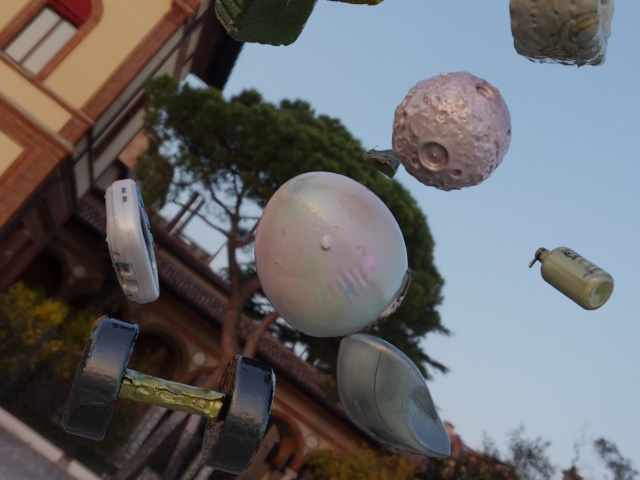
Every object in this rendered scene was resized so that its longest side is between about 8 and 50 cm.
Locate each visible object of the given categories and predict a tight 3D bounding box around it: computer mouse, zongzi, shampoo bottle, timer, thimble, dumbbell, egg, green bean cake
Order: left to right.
[{"bbox_3d":[-0.436,0.003,1.741,0.237,0.087,0.262,-108,-169,-47],"label":"timer"},{"bbox_3d":[-0.259,0.269,1.307,0.322,0.204,0.204,18,-15,-12],"label":"dumbbell"},{"bbox_3d":[-0.140,-0.670,2.053,0.156,0.246,0.250,60,-44,28],"label":"green bean cake"},{"bbox_3d":[0.000,0.000,1.739,0.354,0.354,0.340,19,-30,41],"label":"egg"},{"bbox_3d":[0.190,-0.254,2.182,0.109,0.119,0.055,28,-18,-1],"label":"zongzi"},{"bbox_3d":[0.131,0.330,1.477,0.188,0.122,0.371,14,-34,43],"label":"computer mouse"},{"bbox_3d":[0.518,-0.513,1.610,0.195,0.292,0.291,9,-29,25],"label":"thimble"},{"bbox_3d":[0.461,0.059,1.402,0.079,0.079,0.162,52,-4,-40],"label":"shampoo bottle"}]

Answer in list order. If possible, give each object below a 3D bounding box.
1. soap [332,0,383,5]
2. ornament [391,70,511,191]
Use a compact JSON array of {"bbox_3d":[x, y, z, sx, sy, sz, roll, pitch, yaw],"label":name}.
[{"bbox_3d":[0.109,-0.606,1.656,0.160,0.257,0.080,43,-25,18],"label":"soap"},{"bbox_3d":[0.274,-0.229,1.611,0.259,0.225,0.260,14,-53,19],"label":"ornament"}]
